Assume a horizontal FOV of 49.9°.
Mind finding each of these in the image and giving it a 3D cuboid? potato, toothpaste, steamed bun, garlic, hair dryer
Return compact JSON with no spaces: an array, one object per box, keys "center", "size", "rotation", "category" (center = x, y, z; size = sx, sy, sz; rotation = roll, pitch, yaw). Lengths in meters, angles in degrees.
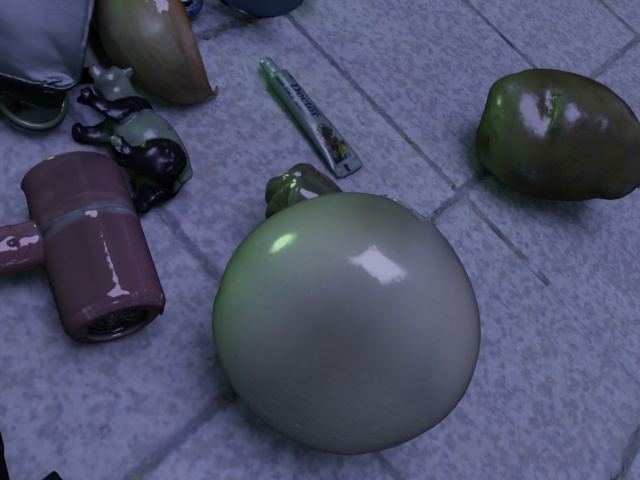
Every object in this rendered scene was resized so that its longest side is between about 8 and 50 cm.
[{"center":[0.449,-0.196,1.290],"size":[0.326,0.221,0.243],"rotation":[6,47,-10],"category":"potato"},{"center":[-0.022,-0.216,1.182],"size":[0.067,0.037,0.255],"rotation":[-31,80,-38],"category":"toothpaste"},{"center":[0.000,0.000,0.980],"size":[0.218,0.144,0.211],"rotation":[44,9,6],"category":"steamed bun"},{"center":[-0.242,-0.311,1.041],"size":[0.245,0.145,0.164],"rotation":[64,27,-21],"category":"garlic"},{"center":[0.027,0.108,0.804],"size":[0.324,0.324,0.206],"rotation":[31,30,-5],"category":"steamed bun"},{"center":[-0.377,0.038,0.797],"size":[0.352,0.125,0.210],"rotation":[-16,69,-23],"category":"hair dryer"}]

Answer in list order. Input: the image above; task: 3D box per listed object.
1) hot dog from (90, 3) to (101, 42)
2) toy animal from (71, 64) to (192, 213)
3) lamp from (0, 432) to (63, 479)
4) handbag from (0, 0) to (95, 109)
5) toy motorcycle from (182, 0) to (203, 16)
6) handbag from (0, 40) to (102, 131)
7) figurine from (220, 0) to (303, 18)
[{"center":[-0.371,-0.414,1.106],"size":[0.115,0.072,0.269],"rotation":[-20,73,-36],"category":"hot dog"},{"center":[-0.269,-0.154,0.975],"size":[0.121,0.094,0.225],"rotation":[-26,72,-39],"category":"toy animal"},{"center":[-0.363,0.279,0.566],"size":[0.272,0.205,0.374],"rotation":[53,35,6],"category":"lamp"},{"center":[-0.434,-0.326,0.913],"size":[0.247,0.079,0.260],"rotation":[15,68,-29],"category":"handbag"},{"center":[-0.294,-0.485,1.185],"size":[0.135,0.092,0.255],"rotation":[-18,78,-25],"category":"toy motorcycle"},{"center":[-0.454,-0.287,0.995],"size":[0.241,0.109,0.316],"rotation":[-19,83,-34],"category":"handbag"},{"center":[-0.099,-0.604,1.267],"size":[0.276,0.248,0.388],"rotation":[31,59,-42],"category":"figurine"}]
